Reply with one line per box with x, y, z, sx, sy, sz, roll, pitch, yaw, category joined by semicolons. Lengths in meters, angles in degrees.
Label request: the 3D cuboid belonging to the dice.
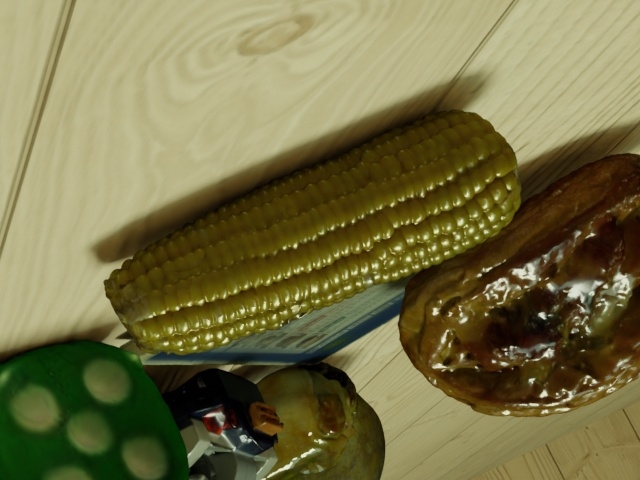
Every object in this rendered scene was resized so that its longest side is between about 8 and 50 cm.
-0.167;0.137;0.905;0.131;0.120;0.128;-17;161;-42;dice

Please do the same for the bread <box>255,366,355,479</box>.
-0.093;0.191;1.228;0.269;0.098;0.087;-30;-171;9;bread

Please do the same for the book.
0.024;0.028;1.060;0.228;0.018;0.322;-32;165;15;book

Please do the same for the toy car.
-0.168;0.189;1.096;0.301;0.118;0.193;-26;159;11;toy car

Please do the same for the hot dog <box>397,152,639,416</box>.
0.167;0.035;1.066;0.227;0.160;0.099;-39;-153;0;hot dog

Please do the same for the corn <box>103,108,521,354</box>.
0.000;0.000;0.797;0.231;0.080;0.080;-25;166;-10;corn

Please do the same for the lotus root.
-0.034;0.220;1.377;0.173;0.173;0.309;-17;157;-32;lotus root
